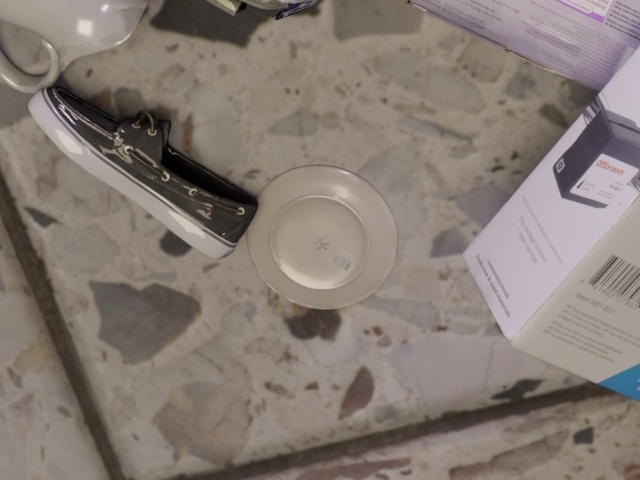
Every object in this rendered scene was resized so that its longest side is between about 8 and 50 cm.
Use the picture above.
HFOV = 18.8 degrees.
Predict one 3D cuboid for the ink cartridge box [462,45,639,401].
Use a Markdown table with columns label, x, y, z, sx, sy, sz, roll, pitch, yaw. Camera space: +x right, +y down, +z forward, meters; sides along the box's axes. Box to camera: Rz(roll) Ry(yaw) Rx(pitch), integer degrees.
| label | x | y | z | sx | sy | sz | roll | pitch | yaw |
| --- | --- | --- | --- | --- | --- | --- | --- | --- | --- |
| ink cartridge box | 0.305 | -0.025 | 1.596 | 0.223 | 0.129 | 0.307 | 24 | 116 | -33 |

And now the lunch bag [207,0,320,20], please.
| label | x | y | z | sx | sy | sz | roll | pitch | yaw |
| --- | --- | --- | --- | --- | --- | --- | --- | --- | --- |
| lunch bag | -0.011 | -0.352 | 1.472 | 0.212 | 0.256 | 0.305 | 21 | 130 | 6 |

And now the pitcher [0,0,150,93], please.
| label | x | y | z | sx | sy | sz | roll | pitch | yaw |
| --- | --- | --- | --- | --- | --- | --- | --- | --- | --- |
| pitcher | -0.276 | -0.229 | 1.681 | 0.207 | 0.125 | 0.178 | 42 | 127 | -19 |

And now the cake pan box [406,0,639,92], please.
| label | x | y | z | sx | sy | sz | roll | pitch | yaw |
| --- | --- | --- | --- | --- | --- | --- | --- | --- | --- |
| cake pan box | 0.241 | -0.256 | 1.601 | 0.267 | 0.070 | 0.246 | 24 | 115 | 0 |

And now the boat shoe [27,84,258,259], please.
| label | x | y | z | sx | sy | sz | roll | pitch | yaw |
| --- | --- | --- | --- | --- | --- | --- | --- | --- | --- |
| boat shoe | -0.154 | -0.076 | 1.732 | 0.228 | 0.080 | 0.076 | 39 | 106 | -7 |

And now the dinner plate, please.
| label | x | y | z | sx | sy | sz | roll | pitch | yaw |
| --- | --- | --- | --- | --- | --- | --- | --- | --- | --- |
| dinner plate | 0.000 | 0.000 | 1.766 | 0.141 | 0.017 | 0.141 | 3 | 112 | 8 |
